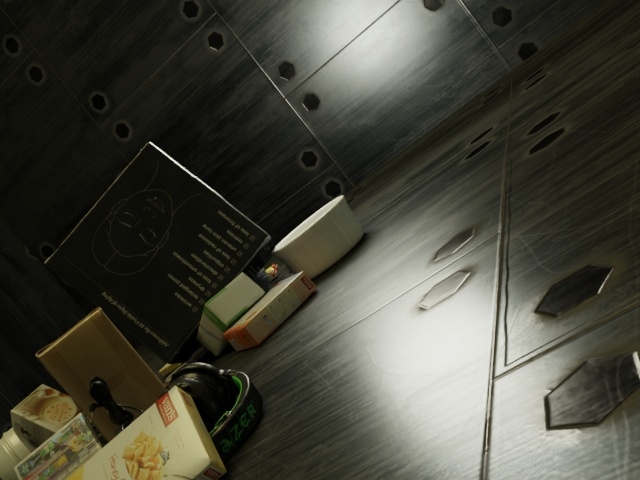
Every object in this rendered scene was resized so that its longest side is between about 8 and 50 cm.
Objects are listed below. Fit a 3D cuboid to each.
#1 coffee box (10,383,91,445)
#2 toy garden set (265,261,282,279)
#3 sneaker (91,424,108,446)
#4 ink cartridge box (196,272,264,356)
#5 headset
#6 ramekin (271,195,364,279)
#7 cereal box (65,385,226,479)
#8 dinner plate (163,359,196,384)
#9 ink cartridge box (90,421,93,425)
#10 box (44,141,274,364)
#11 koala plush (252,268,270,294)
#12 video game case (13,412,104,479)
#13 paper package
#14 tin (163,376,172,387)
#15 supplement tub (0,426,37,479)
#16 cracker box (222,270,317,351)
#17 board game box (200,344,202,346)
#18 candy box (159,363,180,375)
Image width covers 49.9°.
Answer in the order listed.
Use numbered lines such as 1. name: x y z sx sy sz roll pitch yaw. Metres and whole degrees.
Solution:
1. coffee box: -0.782 0.549 2.071 0.141 0.247 0.098 -50 -25 -55
2. toy garden set: -0.123 0.088 2.561 0.204 0.049 0.244 -37 7 -7
3. sneaker: -0.626 0.572 1.744 0.275 0.107 0.110 -42 -4 -41
4. ink cartridge box: -0.256 0.212 1.935 0.154 0.093 0.212 -42 -15 -34
5. headset: -0.279 0.310 1.230 0.394 0.185 0.243 -14 23 47
6. ramekin: 0.000 0.000 2.078 0.277 0.135 0.277 -39 6 5
7. cereal box: -0.272 0.358 1.040 0.240 0.047 0.173 -42 42 -2
8. dinner plate: -0.454 0.423 2.184 0.141 0.017 0.141 -40 6 5
9. ink cartridge box: -0.631 0.520 1.870 0.232 0.066 0.189 -52 -17 -5
10. box: -0.469 0.048 2.109 0.471 0.480 0.297 -51 -6 -8
11. koala plush: -0.300 0.174 2.332 0.221 0.196 0.203 -38 15 -33
12. video game case: -0.602 0.536 1.616 0.201 0.183 0.023 -40 -35 -10
13. paper package: -0.493 0.340 1.609 0.168 0.324 0.309 -41 6 -23
14. tin: -0.453 0.444 1.940 0.190 0.040 0.106 -42 3 -28
15. supplement tub: -0.929 0.702 1.916 0.316 0.228 0.228 -42 7 -22
16. cracker box: -0.132 0.187 1.808 0.232 0.067 0.156 -43 8 -29
17. board game box: -0.400 0.184 2.420 0.046 0.317 0.213 11 31 16
18. candy box: -0.481 0.399 2.449 0.105 0.027 0.206 -36 6 36
